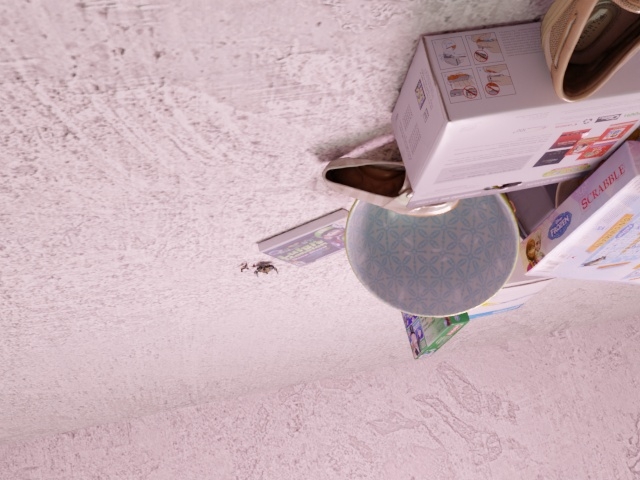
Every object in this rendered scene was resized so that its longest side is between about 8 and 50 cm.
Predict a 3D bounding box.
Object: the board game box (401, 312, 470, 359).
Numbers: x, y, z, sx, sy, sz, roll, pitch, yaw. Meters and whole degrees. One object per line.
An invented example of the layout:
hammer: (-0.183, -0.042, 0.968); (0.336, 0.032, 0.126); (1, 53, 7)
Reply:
board game box: (0.240, 0.128, 1.820); (0.046, 0.214, 0.317); (-9, 161, -12)

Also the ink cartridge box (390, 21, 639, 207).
ink cartridge box: (0.269, -0.173, 1.123); (0.309, 0.130, 0.272); (-9, 160, -11)

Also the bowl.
bowl: (0.193, -0.030, 1.385); (0.289, 0.289, 0.156); (-22, -158, 22)

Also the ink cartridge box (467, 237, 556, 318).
ink cartridge box: (0.378, 0.055, 1.773); (0.168, 0.171, 0.233); (-10, 161, -11)

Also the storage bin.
storage bin: (0.402, -0.076, 1.506); (0.098, 0.135, 0.091); (-2, 146, -29)

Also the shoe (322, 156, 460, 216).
shoe: (0.106, -0.083, 1.239); (0.219, 0.077, 0.058); (10, 180, 10)

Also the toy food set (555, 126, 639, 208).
toy food set: (0.521, -0.124, 1.252); (0.219, 0.092, 0.306); (1, 144, -9)

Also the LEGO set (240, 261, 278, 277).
LEGO set: (-0.124, 0.055, 1.667); (0.054, 0.023, 0.083); (-30, 142, 33)

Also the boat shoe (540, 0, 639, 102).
boat shoe: (0.347, -0.279, 0.839); (0.121, 0.110, 0.341); (12, 147, -9)

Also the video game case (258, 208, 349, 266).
video game case: (0.000, 0.000, 1.588); (0.190, 0.022, 0.173); (-21, 159, 21)

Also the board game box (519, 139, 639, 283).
board game box: (0.536, -0.029, 1.287); (0.317, 0.066, 0.319); (5, 150, -17)
